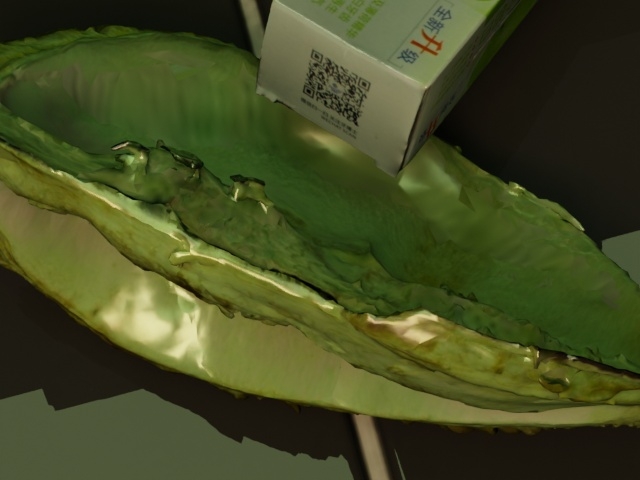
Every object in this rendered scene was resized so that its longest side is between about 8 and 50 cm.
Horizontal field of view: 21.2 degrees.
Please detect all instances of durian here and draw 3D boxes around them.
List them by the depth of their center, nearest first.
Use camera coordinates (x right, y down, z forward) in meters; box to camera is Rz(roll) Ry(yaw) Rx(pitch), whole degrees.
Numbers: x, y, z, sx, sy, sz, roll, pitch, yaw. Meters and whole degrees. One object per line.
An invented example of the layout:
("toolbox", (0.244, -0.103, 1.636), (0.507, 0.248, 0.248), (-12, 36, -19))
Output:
("durian", (0.005, -0.010, 0.754), (0.394, 0.198, 0.163), (24, 74, 8))

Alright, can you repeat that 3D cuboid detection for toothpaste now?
("toothpaste", (0.093, -0.171, 0.812), (0.081, 0.067, 0.336), (32, 56, 11))
